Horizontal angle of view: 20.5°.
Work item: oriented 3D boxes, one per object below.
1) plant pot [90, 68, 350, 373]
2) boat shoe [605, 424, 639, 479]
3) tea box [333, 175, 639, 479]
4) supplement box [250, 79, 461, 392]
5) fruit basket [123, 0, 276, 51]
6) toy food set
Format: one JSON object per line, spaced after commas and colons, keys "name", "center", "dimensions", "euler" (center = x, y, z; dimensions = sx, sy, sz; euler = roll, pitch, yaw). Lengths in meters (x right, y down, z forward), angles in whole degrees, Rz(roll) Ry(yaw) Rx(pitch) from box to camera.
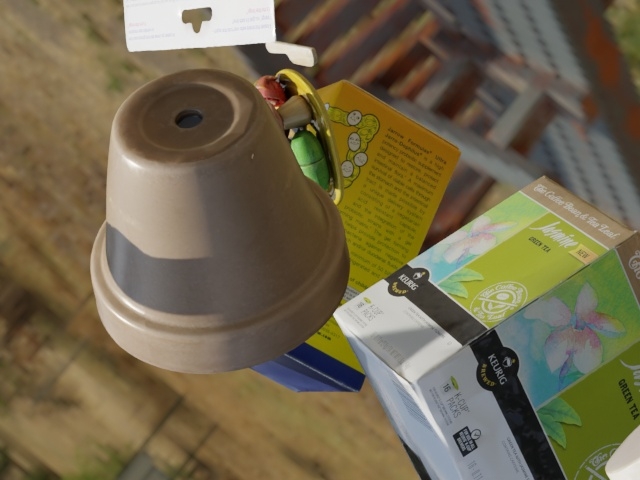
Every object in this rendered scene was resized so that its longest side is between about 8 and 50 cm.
{"name": "plant pot", "center": [-0.114, -0.038, 1.735], "dimensions": [0.263, 0.263, 0.229], "euler": [31, 148, 34]}
{"name": "boat shoe", "center": [0.445, 0.175, 1.653], "dimensions": [0.158, 0.340, 0.127], "euler": [53, -171, -4]}
{"name": "tea box", "center": [0.249, 0.160, 2.116], "dimensions": [0.220, 0.323, 0.329], "euler": [39, 160, 58]}
{"name": "supplement box", "center": [0.000, 0.000, 2.311], "dimensions": [0.195, 0.356, 0.194], "euler": [29, 164, -20]}
{"name": "fruit basket", "center": [-0.101, -0.343, 1.528], "dimensions": [0.327, 0.165, 0.353], "euler": [7, 105, 62]}
{"name": "toy food set", "center": [-0.042, -0.126, 2.076], "dimensions": [0.128, 0.071, 0.218], "euler": [30, 139, 53]}
